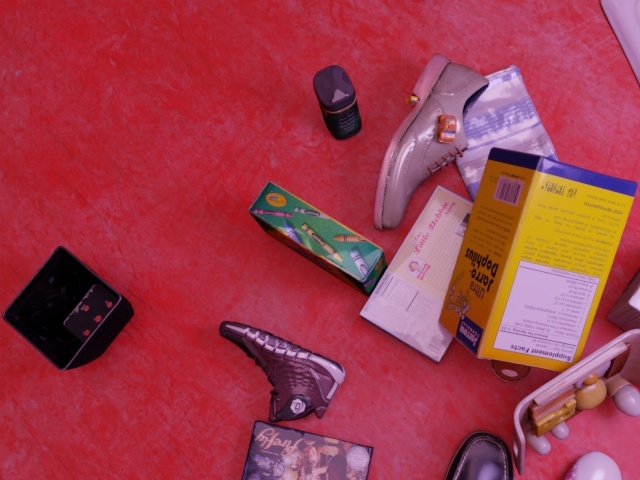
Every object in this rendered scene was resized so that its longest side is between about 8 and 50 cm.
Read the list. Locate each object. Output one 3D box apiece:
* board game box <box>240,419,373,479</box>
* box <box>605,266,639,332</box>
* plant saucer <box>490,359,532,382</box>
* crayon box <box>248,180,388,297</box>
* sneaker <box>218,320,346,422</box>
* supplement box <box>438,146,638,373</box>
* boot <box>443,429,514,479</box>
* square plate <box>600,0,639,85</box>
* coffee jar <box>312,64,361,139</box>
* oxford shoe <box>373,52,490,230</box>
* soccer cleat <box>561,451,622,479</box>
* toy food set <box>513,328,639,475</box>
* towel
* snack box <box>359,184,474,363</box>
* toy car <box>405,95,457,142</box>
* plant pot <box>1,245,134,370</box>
[{"bbox_3d":[-0.030,0.464,1.345,0.243,0.042,0.165,10,77,11],"label":"board game box"},{"bbox_3d":[0.648,0.094,1.266,0.119,0.182,0.181,35,82,16],"label":"box"},{"bbox_3d":[0.380,0.241,1.357,0.083,0.013,0.083,-2,74,8],"label":"plant saucer"},{"bbox_3d":[0.000,0.000,1.402,0.278,0.165,0.081,32,82,16],"label":"crayon box"},{"bbox_3d":[-0.102,0.276,1.377,0.281,0.106,0.162,21,82,13],"label":"sneaker"},{"bbox_3d":[0.380,0.032,1.233,0.194,0.195,0.357,13,99,-14],"label":"supplement box"},{"bbox_3d":[0.255,0.514,1.160,0.138,0.284,0.377,20,78,13],"label":"boot"},{"bbox_3d":[0.830,-0.441,1.452,0.344,0.049,0.347,-18,73,4],"label":"square plate"},{"bbox_3d":[0.038,-0.295,1.464,0.079,0.184,0.096,-26,73,1],"label":"coffee jar"},{"bbox_3d":[0.226,-0.192,1.419,0.146,0.140,0.397,23,89,14],"label":"oxford shoe"},{"bbox_3d":[0.452,0.534,1.199,0.116,0.143,0.331,26,80,14],"label":"soccer cleat"},{"bbox_3d":[0.472,0.298,1.204,0.306,0.220,0.092,-31,54,-5],"label":"toy food set"},{"bbox_3d":[0.381,-0.226,1.473,0.209,0.034,0.285,-19,73,4],"label":"towel"},{"bbox_3d":[0.242,0.067,1.400,0.187,0.060,0.322,31,82,14],"label":"snack box"},{"bbox_3d":[0.220,-0.239,1.350,0.122,0.040,0.060,22,86,-7],"label":"toy car"},{"bbox_3d":[-0.506,0.151,1.439,0.187,0.167,0.188,36,84,15],"label":"plant pot"}]
